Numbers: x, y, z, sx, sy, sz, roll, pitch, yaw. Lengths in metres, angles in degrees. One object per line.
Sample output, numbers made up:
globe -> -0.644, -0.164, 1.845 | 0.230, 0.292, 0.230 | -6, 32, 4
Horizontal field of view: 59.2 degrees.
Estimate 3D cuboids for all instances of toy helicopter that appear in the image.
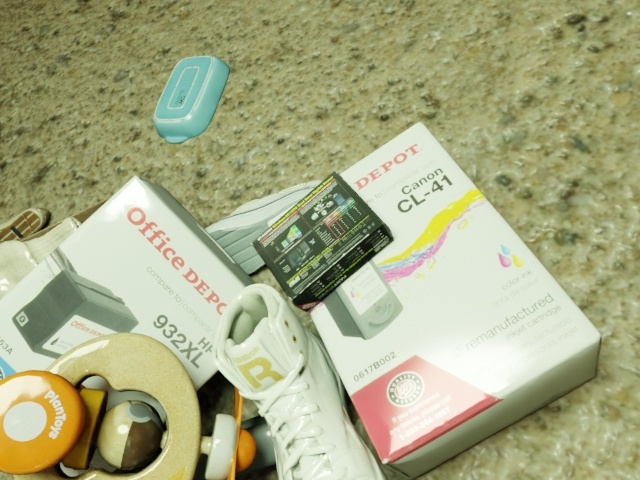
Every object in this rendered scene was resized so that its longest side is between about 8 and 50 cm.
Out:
toy helicopter -> -0.151, 0.258, 0.523 | 0.234, 0.140, 0.355 | -14, 78, -20

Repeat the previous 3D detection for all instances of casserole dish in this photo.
casserole dish -> -0.231, -0.257, 0.985 | 0.114, 0.037, 0.189 | 4, 66, 26

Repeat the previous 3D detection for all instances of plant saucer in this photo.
plant saucer -> -0.374, -0.022, 0.864 | 0.198, 0.036, 0.198 | -24, 12, 6

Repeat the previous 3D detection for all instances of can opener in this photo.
can opener -> -0.153, 0.284, 0.645 | 0.283, 0.076, 0.095 | -22, 88, 11

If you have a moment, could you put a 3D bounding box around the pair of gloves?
pair of gloves -> -0.371, 0.108, 0.763 | 0.204, 0.042, 0.240 | -20, 92, 13

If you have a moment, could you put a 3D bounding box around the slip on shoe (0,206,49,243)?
slip on shoe -> -0.531, -0.017, 0.983 | 0.135, 0.051, 0.041 | -34, 15, 12

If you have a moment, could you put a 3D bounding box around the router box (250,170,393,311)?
router box -> 0.000, 0.000, 0.583 | 0.122, 0.038, 0.092 | -40, 55, 2

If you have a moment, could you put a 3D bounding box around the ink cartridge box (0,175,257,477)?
ink cartridge box -> -0.239, 0.109, 0.666 | 0.307, 0.129, 0.223 | -44, 95, -4

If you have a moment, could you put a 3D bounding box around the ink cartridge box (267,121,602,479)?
ink cartridge box -> 0.106, 0.056, 0.608 | 0.226, 0.131, 0.306 | -33, 56, 5

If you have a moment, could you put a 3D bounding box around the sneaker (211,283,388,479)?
sneaker -> -0.031, 0.163, 0.504 | 0.108, 0.169, 0.293 | -33, 35, 6

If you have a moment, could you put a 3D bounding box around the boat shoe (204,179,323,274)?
boat shoe -> -0.080, -0.014, 0.770 | 0.226, 0.083, 0.076 | -19, 26, 17
